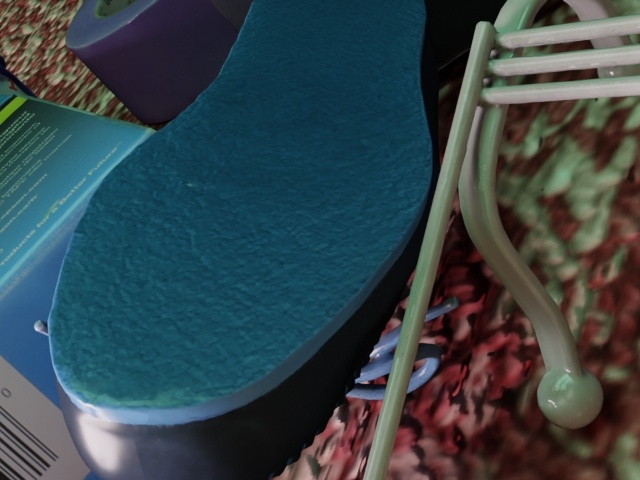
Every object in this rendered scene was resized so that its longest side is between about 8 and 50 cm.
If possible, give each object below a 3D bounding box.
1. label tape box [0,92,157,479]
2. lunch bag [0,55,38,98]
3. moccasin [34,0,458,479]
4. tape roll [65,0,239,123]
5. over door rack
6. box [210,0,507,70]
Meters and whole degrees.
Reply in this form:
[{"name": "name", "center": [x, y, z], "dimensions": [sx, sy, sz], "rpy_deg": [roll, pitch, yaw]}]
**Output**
[{"name": "label tape box", "center": [-0.196, 0.046, 0.774], "dimensions": [0.249, 0.115, 0.348], "rpy_deg": [-48, 23, -11]}, {"name": "lunch bag", "center": [-0.275, -0.072, 1.024], "dimensions": [0.129, 0.151, 0.096], "rpy_deg": [-38, 26, 14]}, {"name": "moccasin", "center": [0.000, 0.000, 0.551], "dimensions": [0.138, 0.116, 0.342], "rpy_deg": [7, 31, 15]}, {"name": "tape roll", "center": [-0.091, -0.179, 1.004], "dimensions": [0.189, 0.080, 0.189], "rpy_deg": [-35, 26, 19]}, {"name": "over door rack", "center": [0.089, 0.077, 0.331], "dimensions": [0.239, 0.108, 0.324], "rpy_deg": [4, 66, 59]}, {"name": "box", "center": [0.004, -0.306, 0.686], "dimensions": [0.293, 0.395, 0.212], "rpy_deg": [-33, 26, 20]}]
